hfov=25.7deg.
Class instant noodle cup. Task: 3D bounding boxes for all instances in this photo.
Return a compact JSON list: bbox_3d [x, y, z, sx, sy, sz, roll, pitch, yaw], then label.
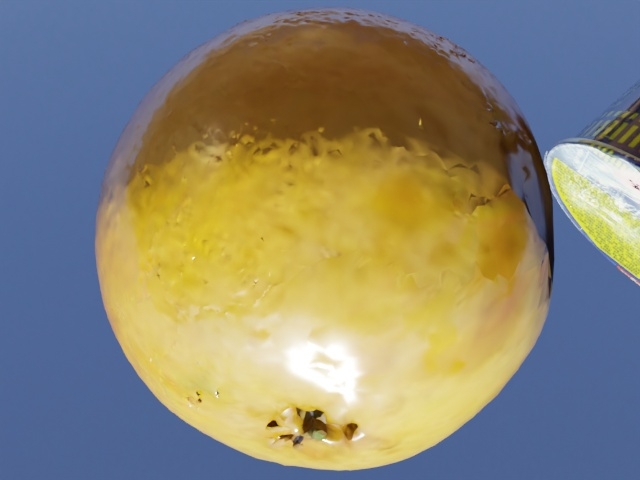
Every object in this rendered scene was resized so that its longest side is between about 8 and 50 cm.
[{"bbox_3d":[0.403,-0.103,1.251,0.284,0.284,0.312,37,-100,28],"label":"instant noodle cup"}]

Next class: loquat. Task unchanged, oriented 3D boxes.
[{"bbox_3d":[0.000,0.000,0.790,0.263,0.263,0.263,0,-131,0],"label":"loquat"}]
